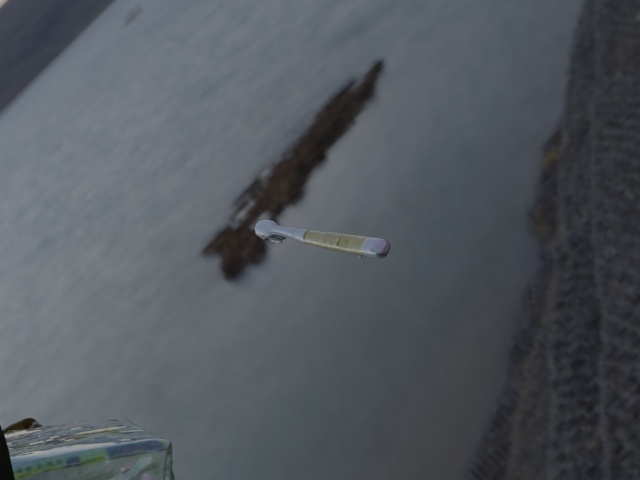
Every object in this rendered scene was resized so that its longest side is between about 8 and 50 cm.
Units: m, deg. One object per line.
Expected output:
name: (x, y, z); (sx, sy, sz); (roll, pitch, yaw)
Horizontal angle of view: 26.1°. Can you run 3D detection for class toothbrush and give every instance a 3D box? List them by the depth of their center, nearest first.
toothbrush: (0.000, 0.000, 1.395); (0.288, 0.024, 0.021); (10, 73, 64)

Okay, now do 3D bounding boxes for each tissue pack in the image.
tissue pack: (-0.264, 0.247, 1.292); (0.228, 0.128, 0.311); (-10, 1, -15)

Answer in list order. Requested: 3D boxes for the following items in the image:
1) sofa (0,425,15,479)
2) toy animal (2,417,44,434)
sofa: (-0.312, 0.206, 0.882); (0.182, 0.258, 0.200); (-19, -9, 20)
toy animal: (-0.363, 0.298, 1.765); (0.054, 0.149, 0.275); (2, -3, 16)
